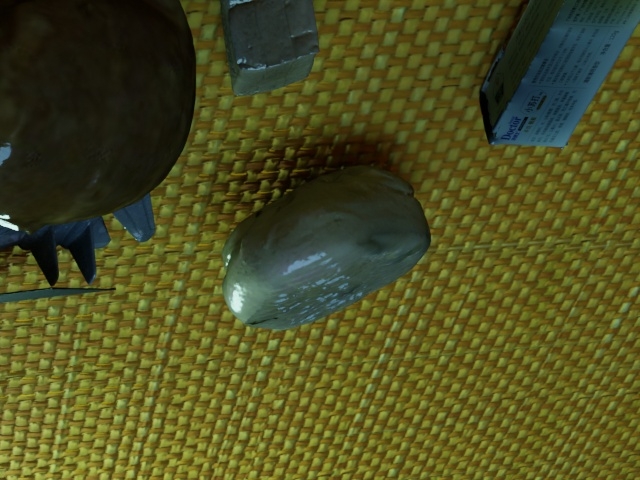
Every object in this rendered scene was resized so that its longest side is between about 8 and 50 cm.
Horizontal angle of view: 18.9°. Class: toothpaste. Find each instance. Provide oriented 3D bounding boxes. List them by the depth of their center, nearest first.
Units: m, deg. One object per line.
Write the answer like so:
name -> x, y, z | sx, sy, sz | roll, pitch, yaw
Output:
toothpaste -> 0.226, -0.190, 1.703 | 0.089, 0.071, 0.313 | 0, 149, -15

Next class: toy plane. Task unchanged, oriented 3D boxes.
toy plane -> -0.192, -0.082, 1.701 | 0.212, 0.088, 0.267 | -3, 134, -44

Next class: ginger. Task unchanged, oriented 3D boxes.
ginger -> -0.200, -0.113, 1.498 | 0.223, 0.269, 0.200 | 5, 116, -16

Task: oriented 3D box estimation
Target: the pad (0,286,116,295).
pad -> -0.329, 0.058, 1.787 | 0.243, 0.004, 0.163 | -7, 176, 14

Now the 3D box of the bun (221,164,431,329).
bun -> 0.000, 0.000, 1.865 | 0.210, 0.116, 0.237 | -28, 167, 8

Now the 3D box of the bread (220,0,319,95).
bread -> -0.049, -0.190, 1.663 | 0.077, 0.105, 0.152 | -12, 177, -8
